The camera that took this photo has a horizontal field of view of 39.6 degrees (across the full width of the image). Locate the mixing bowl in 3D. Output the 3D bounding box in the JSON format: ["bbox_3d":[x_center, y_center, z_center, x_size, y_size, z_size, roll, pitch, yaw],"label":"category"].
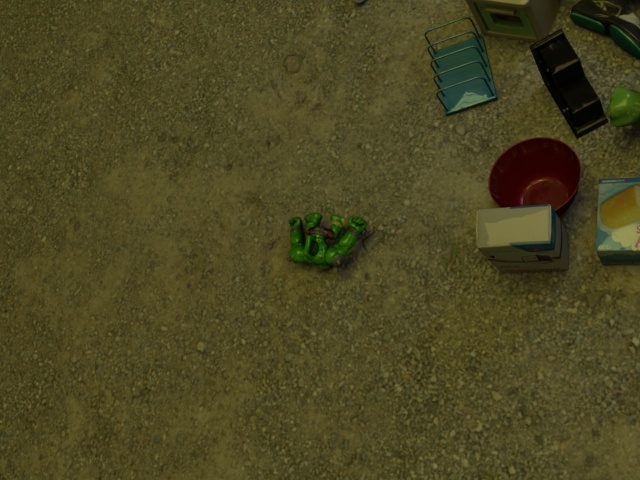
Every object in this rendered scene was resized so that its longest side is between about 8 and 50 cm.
[{"bbox_3d":[0.437,-0.105,1.772,0.181,0.098,0.181,-13,59,22],"label":"mixing bowl"}]

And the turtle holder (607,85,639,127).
[{"bbox_3d":[0.701,-0.340,1.656,0.320,0.227,0.243,-6,74,39],"label":"turtle holder"}]

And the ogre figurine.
[{"bbox_3d":[0.000,0.000,1.954,0.197,0.097,0.118,13,64,18],"label":"ogre figurine"}]

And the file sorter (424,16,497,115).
[{"bbox_3d":[0.303,-0.385,1.950,0.118,0.104,0.170,-16,64,19],"label":"file sorter"}]

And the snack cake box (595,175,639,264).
[{"bbox_3d":[0.654,-0.036,1.651,0.264,0.089,0.152,-1,69,26],"label":"snack cake box"}]

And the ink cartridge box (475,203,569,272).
[{"bbox_3d":[0.391,0.000,1.705,0.139,0.190,0.082,-4,70,25],"label":"ink cartridge box"}]

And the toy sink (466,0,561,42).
[{"bbox_3d":[0.400,-0.534,1.885,0.152,0.234,0.131,17,78,29],"label":"toy sink"}]

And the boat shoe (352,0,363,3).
[{"bbox_3d":[0.105,-0.645,2.188,0.040,0.049,0.142,1,69,62],"label":"boat shoe"}]

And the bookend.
[{"bbox_3d":[0.502,-0.315,1.794,0.072,0.156,0.157,-28,62,13],"label":"bookend"}]

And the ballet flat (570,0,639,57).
[{"bbox_3d":[0.613,-0.452,1.846,0.074,0.074,0.203,-49,56,2],"label":"ballet flat"}]
